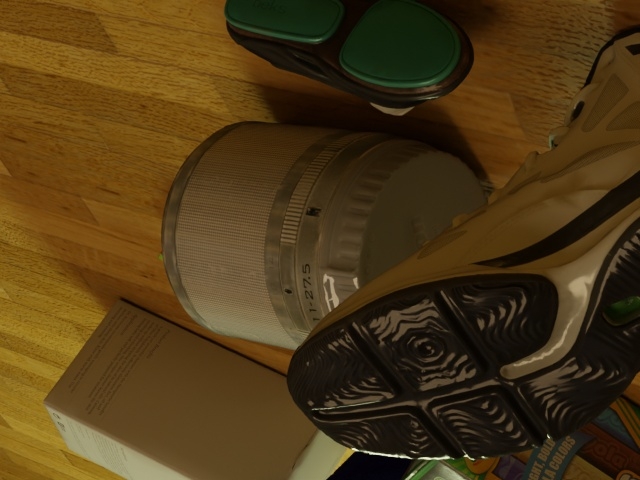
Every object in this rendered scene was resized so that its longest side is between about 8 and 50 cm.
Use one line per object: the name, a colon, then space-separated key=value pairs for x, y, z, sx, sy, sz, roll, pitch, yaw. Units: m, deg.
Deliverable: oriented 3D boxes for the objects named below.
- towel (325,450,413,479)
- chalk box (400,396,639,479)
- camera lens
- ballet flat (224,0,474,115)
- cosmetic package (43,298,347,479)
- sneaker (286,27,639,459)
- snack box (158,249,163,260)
towel: x=0.110 y=0.302 z=2.034 sx=0.308 sy=0.228 sz=0.076 roll=-7 pitch=113 yaw=55
chalk box: x=0.209 y=0.227 z=1.824 sx=0.289 sy=0.179 sz=0.180 roll=35 pitch=156 yaw=1
camera lens: x=0.000 y=0.000 z=1.619 sx=0.274 sy=0.219 sz=0.219 roll=8 pitch=145 yaw=42
ballet flat: x=0.037 y=-0.165 z=1.450 sx=0.280 sy=0.095 sz=0.096 roll=26 pitch=165 yaw=41
cosmetic package: x=-0.170 y=0.254 z=2.304 sx=0.365 sy=0.197 sz=0.155 roll=25 pitch=154 yaw=21
sneaker: x=0.184 y=-0.003 z=1.288 sx=0.447 sy=0.257 sz=0.169 roll=-25 pitch=119 yaw=24
snack box: x=-0.123 y=0.034 z=2.039 sx=0.141 sy=0.037 sz=0.100 roll=35 pitch=156 yaw=-3
